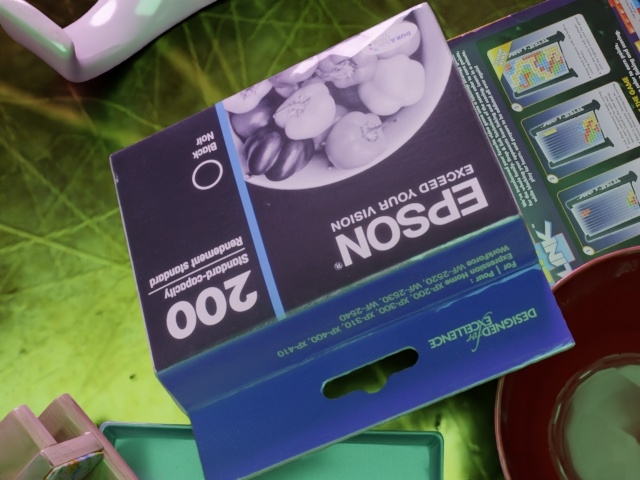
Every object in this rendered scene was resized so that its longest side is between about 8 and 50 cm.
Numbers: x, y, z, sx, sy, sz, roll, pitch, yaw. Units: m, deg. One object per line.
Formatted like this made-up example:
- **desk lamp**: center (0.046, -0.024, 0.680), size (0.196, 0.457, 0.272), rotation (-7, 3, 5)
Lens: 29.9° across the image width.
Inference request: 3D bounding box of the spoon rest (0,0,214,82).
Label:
- **spoon rest**: center (-0.082, -0.193, 0.732), size (0.137, 0.084, 0.276), rotation (38, 65, 9)

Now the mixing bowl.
- **mixing bowl**: center (0.176, 0.100, 0.629), size (0.182, 0.098, 0.181), rotation (0, 76, 1)

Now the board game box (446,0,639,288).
- **board game box**: center (0.146, -0.053, 0.696), size (0.141, 0.048, 0.170), rotation (-22, 76, -3)

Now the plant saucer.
- **plant saucer**: center (-0.028, 0.137, 0.664), size (0.192, 0.018, 0.067), rotation (1, 75, 2)

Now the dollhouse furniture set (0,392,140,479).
- **dollhouse furniture set**: center (-0.193, 0.218, 0.551), size (0.242, 0.212, 0.161), rotation (-46, 76, 17)

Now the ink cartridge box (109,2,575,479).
- **ink cartridge box**: center (0.000, 0.000, 0.633), size (0.206, 0.045, 0.208), rotation (-25, 59, 9)
